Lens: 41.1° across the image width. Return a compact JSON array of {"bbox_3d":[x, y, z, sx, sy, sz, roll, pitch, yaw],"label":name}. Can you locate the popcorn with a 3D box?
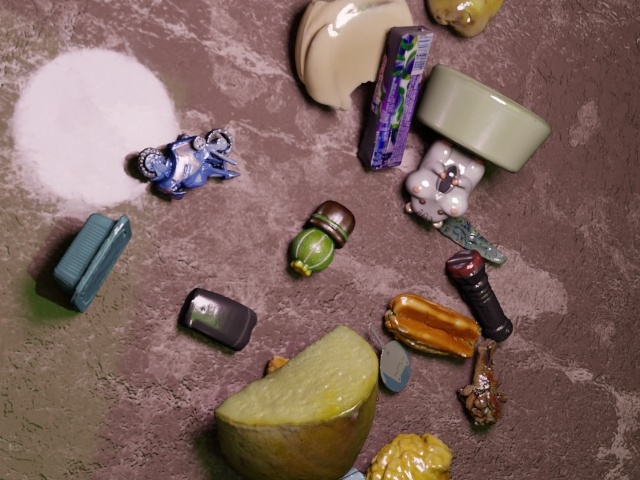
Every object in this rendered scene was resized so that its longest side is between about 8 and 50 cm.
[{"bbox_3d":[0.188,0.530,1.839,0.200,0.226,0.203,5,131,1],"label":"popcorn"}]

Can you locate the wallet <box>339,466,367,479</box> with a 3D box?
[{"bbox_3d":[-0.024,0.569,1.711,0.250,0.075,0.176,-23,142,-29],"label":"wallet"}]

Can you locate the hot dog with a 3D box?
[{"bbox_3d":[0.253,0.198,1.917,0.268,0.072,0.115,26,77,-30],"label":"hot dog"}]

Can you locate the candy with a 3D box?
[{"bbox_3d":[0.154,-0.294,1.773,0.088,0.061,0.313,-13,130,-34],"label":"candy"}]

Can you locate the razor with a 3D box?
[{"bbox_3d":[-0.198,0.151,1.659,0.148,0.054,0.090,29,72,-28],"label":"razor"}]

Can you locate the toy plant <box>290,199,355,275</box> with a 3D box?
[{"bbox_3d":[0.000,0.000,1.755,0.093,0.092,0.162,45,69,-23],"label":"toy plant"}]

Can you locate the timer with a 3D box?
[{"bbox_3d":[0.300,-0.181,1.863,0.290,0.291,0.315,24,101,-29],"label":"timer"}]

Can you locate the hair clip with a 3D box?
[{"bbox_3d":[0.345,-0.010,1.991,0.229,0.036,0.066,35,70,-19],"label":"hair clip"}]

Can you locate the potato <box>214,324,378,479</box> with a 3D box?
[{"bbox_3d":[-0.003,0.382,1.641,0.330,0.212,0.280,-29,128,-26],"label":"potato"}]

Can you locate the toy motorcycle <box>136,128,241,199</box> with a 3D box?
[{"bbox_3d":[-0.248,-0.141,1.621,0.205,0.076,0.114,-21,110,-31],"label":"toy motorcycle"}]

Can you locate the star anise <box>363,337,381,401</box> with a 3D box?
[{"bbox_3d":[0.063,0.298,1.814,0.212,0.053,0.157,-14,94,-34],"label":"star anise"}]

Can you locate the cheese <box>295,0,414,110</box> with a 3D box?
[{"bbox_3d":[0.074,-0.402,1.760,0.266,0.127,0.233,-18,125,-25],"label":"cheese"}]

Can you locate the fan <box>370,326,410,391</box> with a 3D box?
[{"bbox_3d":[0.150,0.253,1.871,0.175,0.005,0.113,57,46,-26],"label":"fan"}]

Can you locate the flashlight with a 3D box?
[{"bbox_3d":[0.373,0.133,1.987,0.093,0.093,0.232,-39,115,-25],"label":"flashlight"}]

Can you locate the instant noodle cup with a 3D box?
[{"bbox_3d":[-0.402,0.030,1.494,0.070,0.157,0.179,31,74,-3],"label":"instant noodle cup"}]

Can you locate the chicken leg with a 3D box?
[{"bbox_3d":[0.376,0.335,1.986,0.125,0.080,0.196,-25,106,-32],"label":"chicken leg"}]

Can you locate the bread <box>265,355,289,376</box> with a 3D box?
[{"bbox_3d":[-0.085,0.301,1.727,0.074,0.053,0.132,22,82,-28],"label":"bread"}]

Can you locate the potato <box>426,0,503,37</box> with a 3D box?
[{"bbox_3d":[0.332,-0.556,1.921,0.154,0.137,0.200,34,75,-26],"label":"potato"}]
